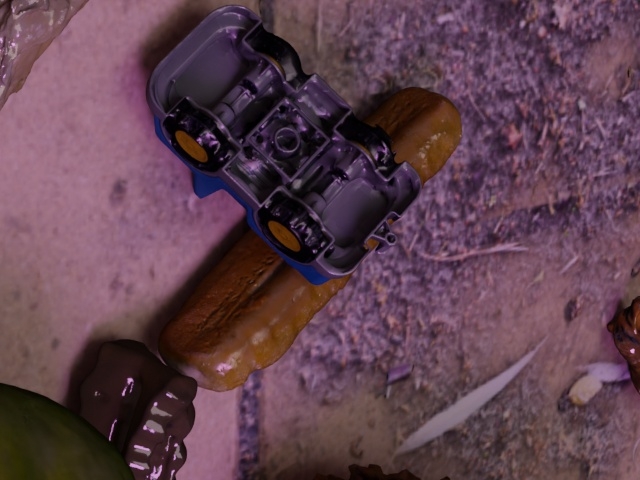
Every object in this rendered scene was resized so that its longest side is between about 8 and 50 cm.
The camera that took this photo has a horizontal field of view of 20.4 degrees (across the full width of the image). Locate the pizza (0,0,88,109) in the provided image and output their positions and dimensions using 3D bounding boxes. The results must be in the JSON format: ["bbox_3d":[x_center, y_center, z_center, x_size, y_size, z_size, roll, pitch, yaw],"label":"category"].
[{"bbox_3d":[-0.195,-0.169,1.038,0.181,0.034,0.262,39,76,-42],"label":"pizza"}]

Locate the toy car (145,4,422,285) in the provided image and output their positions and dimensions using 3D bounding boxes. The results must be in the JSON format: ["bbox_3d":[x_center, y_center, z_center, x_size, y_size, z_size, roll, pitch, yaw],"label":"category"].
[{"bbox_3d":[-0.030,-0.055,1.169,0.191,0.100,0.097,45,68,-5],"label":"toy car"}]

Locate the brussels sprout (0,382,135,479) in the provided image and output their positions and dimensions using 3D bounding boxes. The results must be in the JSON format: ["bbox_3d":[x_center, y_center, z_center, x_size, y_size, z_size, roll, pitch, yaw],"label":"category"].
[{"bbox_3d":[-0.207,0.216,1.007,0.210,0.219,0.271,16,75,-40],"label":"brussels sprout"}]

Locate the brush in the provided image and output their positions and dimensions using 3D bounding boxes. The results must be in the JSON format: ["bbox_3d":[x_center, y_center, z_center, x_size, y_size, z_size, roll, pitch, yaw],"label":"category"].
[{"bbox_3d":[-0.143,0.217,1.171,0.071,0.084,0.301,1,107,-44],"label":"brush"}]

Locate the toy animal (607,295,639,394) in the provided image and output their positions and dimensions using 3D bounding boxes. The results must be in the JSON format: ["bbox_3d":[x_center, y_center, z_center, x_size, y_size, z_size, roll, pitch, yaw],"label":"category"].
[{"bbox_3d":[0.363,0.099,1.598,0.255,0.116,0.114,-14,135,-45],"label":"toy animal"}]

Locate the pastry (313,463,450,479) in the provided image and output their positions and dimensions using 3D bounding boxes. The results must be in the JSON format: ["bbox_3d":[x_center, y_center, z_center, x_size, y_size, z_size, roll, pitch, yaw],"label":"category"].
[{"bbox_3d":[0.080,0.329,1.265,0.405,0.292,0.337,-12,98,-27],"label":"pastry"}]

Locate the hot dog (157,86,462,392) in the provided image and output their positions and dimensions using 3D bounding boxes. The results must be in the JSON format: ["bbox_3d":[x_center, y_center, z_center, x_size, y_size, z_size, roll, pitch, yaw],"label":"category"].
[{"bbox_3d":[0.000,-0.002,1.232,0.286,0.088,0.061,-44,133,-21],"label":"hot dog"}]
